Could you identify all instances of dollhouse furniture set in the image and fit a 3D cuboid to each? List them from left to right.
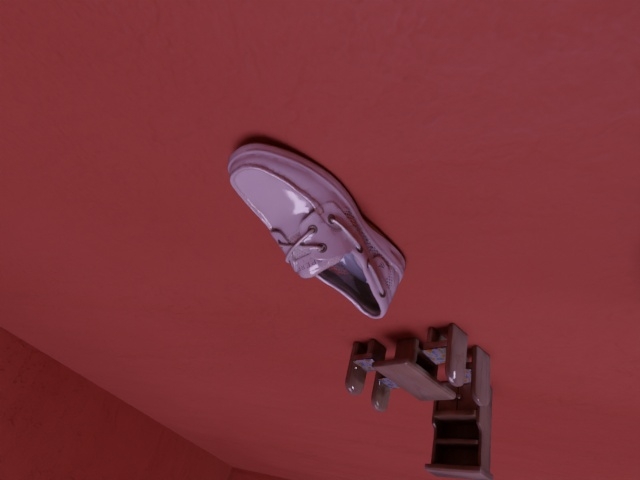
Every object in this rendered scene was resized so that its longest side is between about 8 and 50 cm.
[{"bbox_3d":[0.187,0.282,0.766,0.212,0.161,0.242,-22,128,42],"label":"dollhouse furniture set"}]

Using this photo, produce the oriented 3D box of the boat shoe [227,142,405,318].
[{"bbox_3d":[0.000,0.000,0.530,0.277,0.096,0.098,38,140,-25],"label":"boat shoe"}]
